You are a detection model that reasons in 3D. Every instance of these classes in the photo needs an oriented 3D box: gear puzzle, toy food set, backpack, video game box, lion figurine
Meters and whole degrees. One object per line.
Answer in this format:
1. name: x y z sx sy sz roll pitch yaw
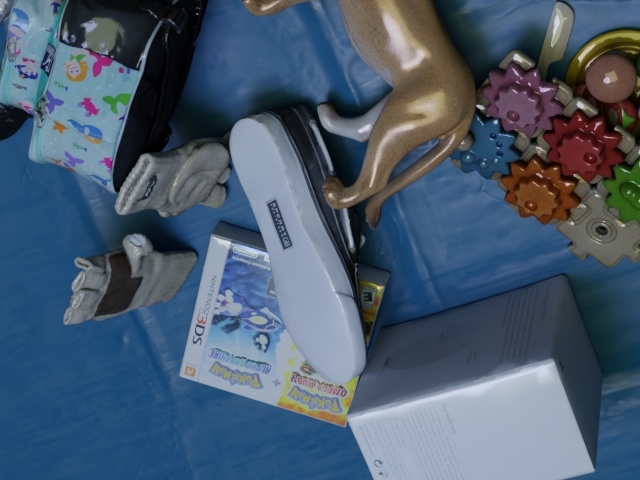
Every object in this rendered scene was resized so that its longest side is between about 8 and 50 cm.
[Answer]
1. gear puzzle: 0.282 -0.040 1.684 0.339 0.044 0.175 36 136 -4
2. toy food set: 0.315 -0.142 1.655 0.218 0.071 0.128 23 114 2
3. backpack: -0.219 -0.184 1.661 0.191 0.225 0.253 17 137 5
4. video game box: -0.043 0.096 1.840 0.205 0.048 0.187 16 115 5
5. lion figurine: 0.070 -0.215 1.641 0.240 0.142 0.392 -19 108 20

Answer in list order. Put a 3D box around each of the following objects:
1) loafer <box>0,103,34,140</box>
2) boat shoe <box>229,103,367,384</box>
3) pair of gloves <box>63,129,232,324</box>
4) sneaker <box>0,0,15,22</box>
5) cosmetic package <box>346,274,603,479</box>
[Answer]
1. loafer: -0.353 -0.154 1.806 0.170 0.062 0.061 -20 68 25
2. boat shoe: 0.000 0.000 1.740 0.108 0.102 0.301 -22 89 52
3. pair of gloves: -0.182 -0.012 1.748 0.042 0.204 0.240 39 118 20
4. sneaker: -0.334 -0.265 1.701 0.080 0.094 0.212 32 133 -20
5. cosmetic package: 0.171 0.164 1.724 0.224 0.224 0.138 -19 106 18
